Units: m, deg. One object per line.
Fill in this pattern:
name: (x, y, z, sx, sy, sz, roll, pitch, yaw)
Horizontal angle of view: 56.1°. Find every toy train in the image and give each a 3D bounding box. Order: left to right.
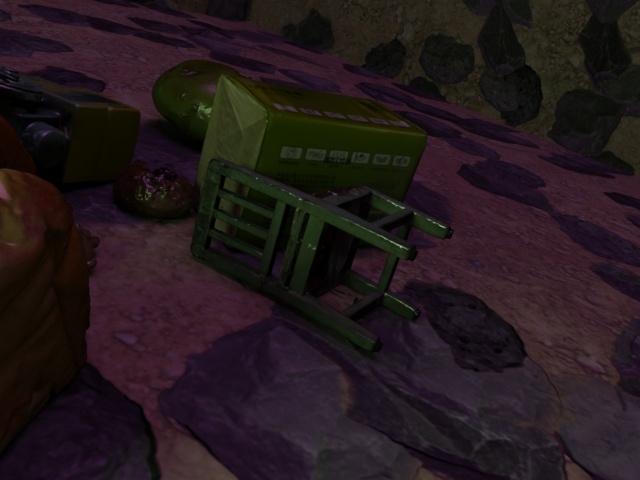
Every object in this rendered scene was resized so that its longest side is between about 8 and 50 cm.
toy train: (-0.470, -0.190, 0.837, 0.369, 0.150, 0.237, 24, 16, 15)

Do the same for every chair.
chair: (0.000, 0.000, 0.729, 0.270, 0.136, 0.147, 26, 23, 23)

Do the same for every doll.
doll: (-0.278, 0.007, 0.666, 0.061, 0.051, 0.093, 6, -4, -21)

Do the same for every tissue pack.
tissue pack: (-0.019, -0.107, 0.871, 0.275, 0.200, 0.167, -1, 31, -36)

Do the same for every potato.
potato: (-0.206, -0.263, 1.160, 0.253, 0.148, 0.186, 19, 21, 5)

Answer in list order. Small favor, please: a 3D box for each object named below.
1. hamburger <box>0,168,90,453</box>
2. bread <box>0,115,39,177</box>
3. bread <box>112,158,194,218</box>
hamburger: (-0.262, 0.040, 0.376, 0.162, 0.209, 0.330, 21, 22, 9)
bread: (-0.410, -0.122, 0.576, 0.268, 0.268, 0.145, 30, 66, 28)
bread: (-0.231, -0.070, 0.822, 0.113, 0.060, 0.082, 19, 21, 2)
